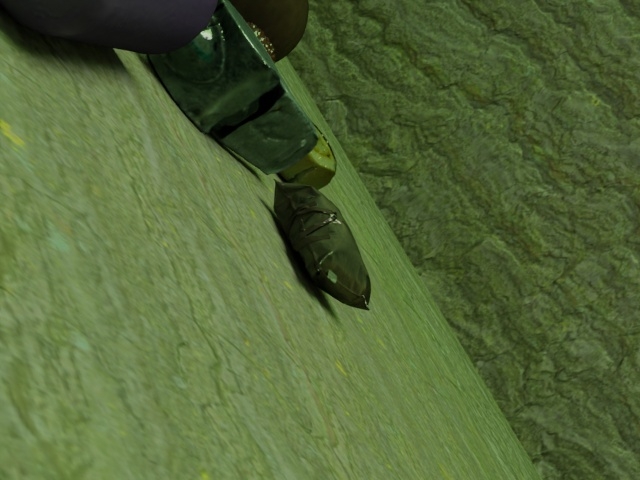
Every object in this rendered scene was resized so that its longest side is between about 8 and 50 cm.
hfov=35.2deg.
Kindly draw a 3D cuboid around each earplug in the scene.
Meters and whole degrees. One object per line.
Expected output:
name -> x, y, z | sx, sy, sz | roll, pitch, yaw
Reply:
earplug -> -0.283, -0.352, 1.317 | 0.215, 0.215, 0.456 | 55, 12, -4

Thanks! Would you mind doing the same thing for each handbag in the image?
handbag -> 0.000, 0.000, 1.824 | 0.182, 0.117, 0.270 | 37, 20, -41

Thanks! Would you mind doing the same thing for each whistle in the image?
whistle -> -0.143, -0.261, 1.816 | 0.404, 0.168, 0.188 | 50, 10, -30

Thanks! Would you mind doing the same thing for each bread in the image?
bread -> -0.065, -0.214, 2.238 | 0.257, 0.124, 0.186 | 54, 15, -17

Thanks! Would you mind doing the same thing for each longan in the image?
longan -> -0.176, -0.525, 2.303 | 0.300, 0.300, 0.243 | 52, 31, -20

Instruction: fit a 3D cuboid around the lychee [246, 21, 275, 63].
lychee -> -0.174, -0.390, 2.130 | 0.165, 0.165, 0.197 | 48, 46, -40
